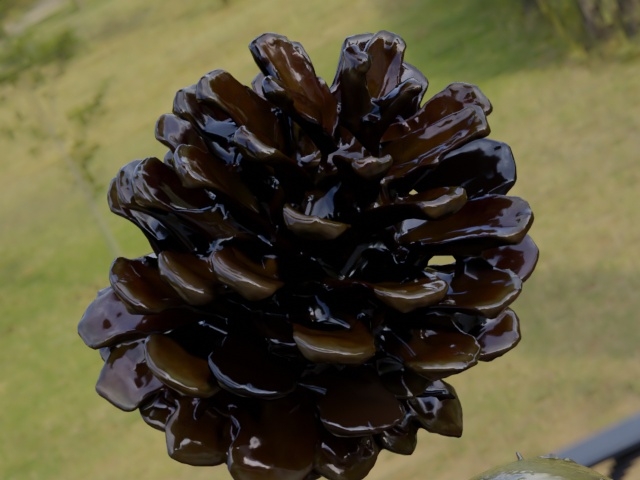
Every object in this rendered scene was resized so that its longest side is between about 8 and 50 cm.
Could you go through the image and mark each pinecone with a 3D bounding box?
[{"bbox_3d":[0.004,0.005,0.947,0.264,0.264,0.264,-26,15,7],"label":"pinecone"}]

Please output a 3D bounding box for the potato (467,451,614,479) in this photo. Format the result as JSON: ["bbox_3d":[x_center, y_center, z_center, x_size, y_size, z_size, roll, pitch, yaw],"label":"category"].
[{"bbox_3d":[0.194,0.246,1.168,0.116,0.239,0.299,-24,-10,-20],"label":"potato"}]
